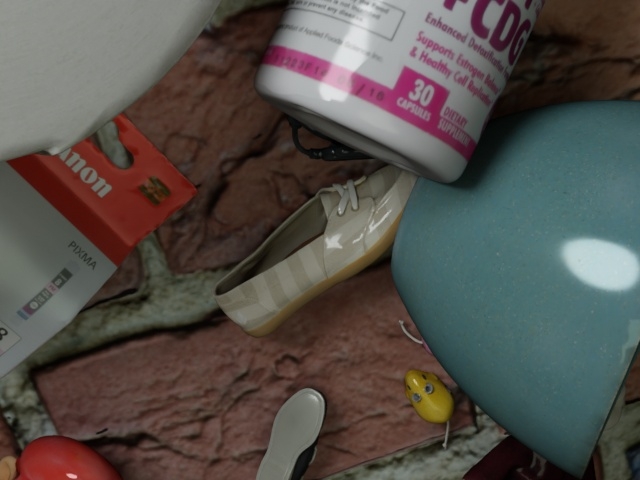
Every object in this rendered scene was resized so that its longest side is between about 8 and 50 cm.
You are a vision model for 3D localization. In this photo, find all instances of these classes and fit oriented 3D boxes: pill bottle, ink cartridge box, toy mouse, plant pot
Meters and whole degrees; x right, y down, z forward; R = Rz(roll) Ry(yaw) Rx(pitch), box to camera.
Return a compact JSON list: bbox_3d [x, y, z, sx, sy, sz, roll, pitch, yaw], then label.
[{"bbox_3d":[0.082,-0.197,0.629,0.160,0.160,0.283,24,92,-17],"label":"pill bottle"},{"bbox_3d":[-0.249,-0.021,0.749,0.232,0.066,0.189,-37,113,14],"label":"ink cartridge box"},{"bbox_3d":[0.145,0.119,0.873,0.143,0.031,0.161,-32,114,7],"label":"toy mouse"},{"bbox_3d":[0.172,0.010,0.724,0.195,0.290,0.290,24,113,21],"label":"plant pot"}]

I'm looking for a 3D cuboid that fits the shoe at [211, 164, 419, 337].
[{"bbox_3d":[0.000,0.000,0.777,0.219,0.076,0.058,-40,118,12],"label":"shoe"}]

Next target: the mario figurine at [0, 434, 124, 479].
[{"bbox_3d":[-0.298,0.302,0.816,0.320,0.170,0.198,-43,147,19],"label":"mario figurine"}]

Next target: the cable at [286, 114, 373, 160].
[{"bbox_3d":[0.061,-0.140,0.746,0.185,0.047,0.150,-5,106,-10],"label":"cable"}]

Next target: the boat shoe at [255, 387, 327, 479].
[{"bbox_3d":[-0.022,0.195,0.882,0.046,0.038,0.125,28,106,26],"label":"boat shoe"}]

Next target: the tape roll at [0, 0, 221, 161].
[{"bbox_3d":[-0.197,-0.223,0.425,0.392,0.072,0.392,-12,110,-37],"label":"tape roll"}]

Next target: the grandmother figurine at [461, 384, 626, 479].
[{"bbox_3d":[0.197,0.255,0.909,0.208,0.104,0.342,5,113,-44],"label":"grandmother figurine"}]
